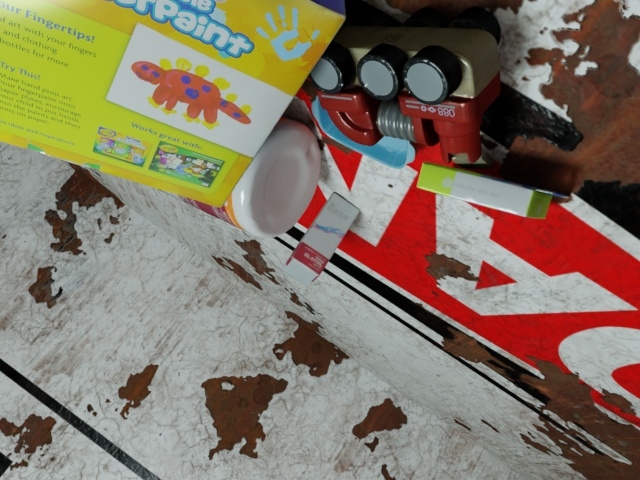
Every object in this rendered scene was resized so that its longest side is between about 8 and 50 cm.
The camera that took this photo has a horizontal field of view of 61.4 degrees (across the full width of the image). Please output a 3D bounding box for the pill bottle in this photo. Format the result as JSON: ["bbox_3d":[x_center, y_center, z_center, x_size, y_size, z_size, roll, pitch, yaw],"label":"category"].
[{"bbox_3d":[-0.215,-0.172,1.059,0.392,0.224,0.224,25,157,29],"label":"pill bottle"}]

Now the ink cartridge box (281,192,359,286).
[{"bbox_3d":[0.000,0.000,1.163,0.072,0.175,0.127,34,160,-2],"label":"ink cartridge box"}]

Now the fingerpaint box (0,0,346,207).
[{"bbox_3d":[-0.252,-0.257,0.623,0.445,0.163,0.371,16,144,-23],"label":"fingerpaint box"}]

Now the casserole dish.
[{"bbox_3d":[0.073,-0.182,0.849,0.188,0.037,0.114,30,159,18],"label":"casserole dish"}]

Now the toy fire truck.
[{"bbox_3d":[0.128,-0.161,0.692,0.217,0.158,0.246,19,143,38],"label":"toy fire truck"}]

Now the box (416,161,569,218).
[{"bbox_3d":[0.238,-0.068,0.750,0.178,0.042,0.109,21,-167,33],"label":"box"}]
